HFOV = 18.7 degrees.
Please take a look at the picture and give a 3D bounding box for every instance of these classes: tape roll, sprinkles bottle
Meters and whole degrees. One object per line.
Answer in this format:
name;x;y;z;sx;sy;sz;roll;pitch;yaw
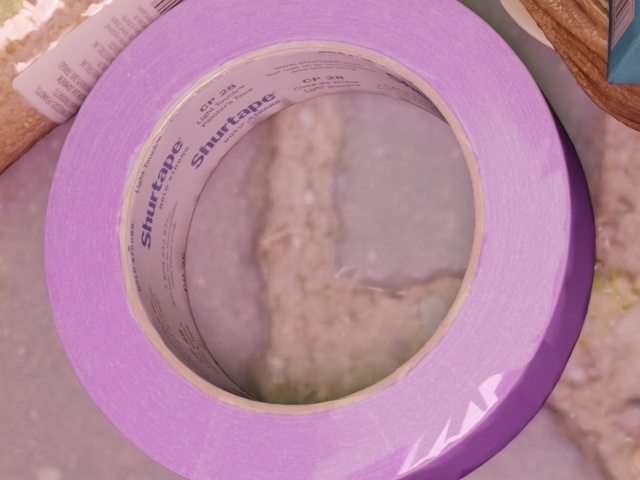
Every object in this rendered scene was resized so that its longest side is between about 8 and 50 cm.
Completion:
tape roll;0.000;0.000;1.003;0.274;0.090;0.275;-4;78;17
sprinkles bottle;-0.143;-0.136;1.056;0.355;0.121;0.121;-40;71;5

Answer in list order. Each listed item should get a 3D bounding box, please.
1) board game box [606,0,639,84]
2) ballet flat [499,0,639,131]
board game box;0.305;-0.195;0.898;0.336;0.079;0.254;2;78;-3
ballet flat;0.094;-0.189;0.991;0.116;0.124;0.342;-36;82;-25
